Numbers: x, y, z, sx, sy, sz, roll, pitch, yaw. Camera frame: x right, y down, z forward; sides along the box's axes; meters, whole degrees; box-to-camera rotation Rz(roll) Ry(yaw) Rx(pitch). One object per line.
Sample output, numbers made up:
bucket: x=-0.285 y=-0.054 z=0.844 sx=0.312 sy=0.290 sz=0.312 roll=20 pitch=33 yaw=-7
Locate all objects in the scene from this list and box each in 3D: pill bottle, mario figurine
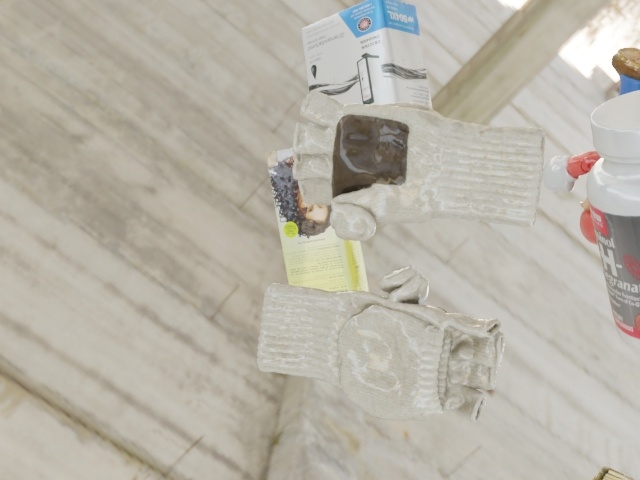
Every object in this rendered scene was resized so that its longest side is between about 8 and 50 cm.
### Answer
pill bottle: x=0.442 y=-0.026 z=1.329 sx=0.176 sy=0.176 sz=0.319 roll=-69 pitch=-36 yaw=-61
mario figurine: x=0.471 y=-0.139 z=1.590 sx=0.198 sy=0.321 sz=0.170 roll=30 pitch=-145 yaw=31

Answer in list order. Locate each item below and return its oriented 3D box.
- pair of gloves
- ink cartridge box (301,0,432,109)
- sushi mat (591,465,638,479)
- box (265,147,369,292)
pair of gloves: x=0.052 y=0.014 z=0.785 sx=0.204 sy=0.240 sz=0.042 roll=15 pitch=-175 yaw=26
ink cartridge box: x=0.064 y=-0.207 z=1.405 sx=0.086 sy=0.148 sz=0.203 roll=2 pitch=-103 yaw=-50
sushi mat: x=0.473 y=0.397 z=1.362 sx=0.316 sy=0.151 sz=0.019 roll=23 pitch=-144 yaw=-10
box: x=0.000 y=0.000 z=1.252 sx=0.058 sy=0.087 sz=0.232 roll=-16 pitch=-85 yaw=-69
